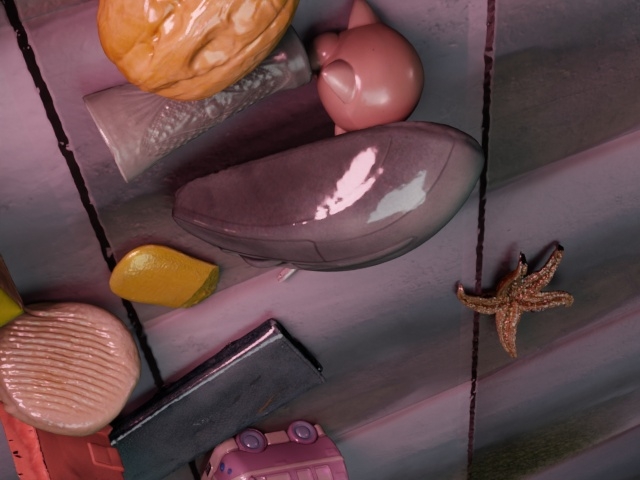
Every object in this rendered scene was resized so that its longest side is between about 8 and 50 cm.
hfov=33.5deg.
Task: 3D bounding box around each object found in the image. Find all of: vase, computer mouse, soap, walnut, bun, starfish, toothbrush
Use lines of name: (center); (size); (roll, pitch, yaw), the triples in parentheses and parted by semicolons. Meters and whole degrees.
vase: (-0.118, -0.148, 1.071); (0.219, 0.096, 0.096); (-27, 143, -8)
computer mouse: (0.003, -0.028, 1.174); (0.371, 0.121, 0.188); (-12, 158, 26)
soap: (-0.180, 0.047, 1.301); (0.168, 0.033, 0.089); (15, 128, -44)
walnut: (-0.108, -0.217, 0.946); (0.159, 0.159, 0.206); (20, 121, -46)
bun: (-0.305, 0.150, 1.250); (0.166, 0.173, 0.113); (-50, -177, -28)
starfish: (0.301, 0.095, 1.660); (0.213, 0.057, 0.238); (-7, 134, -16)
toothbrush: (0.000, 0.000, 1.383); (0.162, 0.014, 0.017); (-41, 123, 16)

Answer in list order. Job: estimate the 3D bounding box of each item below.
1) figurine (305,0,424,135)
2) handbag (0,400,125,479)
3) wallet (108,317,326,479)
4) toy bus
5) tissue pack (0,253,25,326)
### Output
figurine: (0.048, -0.172, 1.131); (0.125, 0.125, 0.138); (-34, 133, 6)
handbag: (-0.312, 0.271, 1.325); (0.059, 0.212, 0.157); (-40, 142, 13)
wallet: (-0.183, 0.255, 1.532); (0.379, 0.046, 0.190); (-33, 144, 3)
toy bus: (-0.072, 0.380, 1.670); (0.203, 0.142, 0.142); (-3, 136, -31)
tissue pack: (-0.455, 0.046, 0.983); (0.275, 0.167, 0.200); (-34, 137, -6)
